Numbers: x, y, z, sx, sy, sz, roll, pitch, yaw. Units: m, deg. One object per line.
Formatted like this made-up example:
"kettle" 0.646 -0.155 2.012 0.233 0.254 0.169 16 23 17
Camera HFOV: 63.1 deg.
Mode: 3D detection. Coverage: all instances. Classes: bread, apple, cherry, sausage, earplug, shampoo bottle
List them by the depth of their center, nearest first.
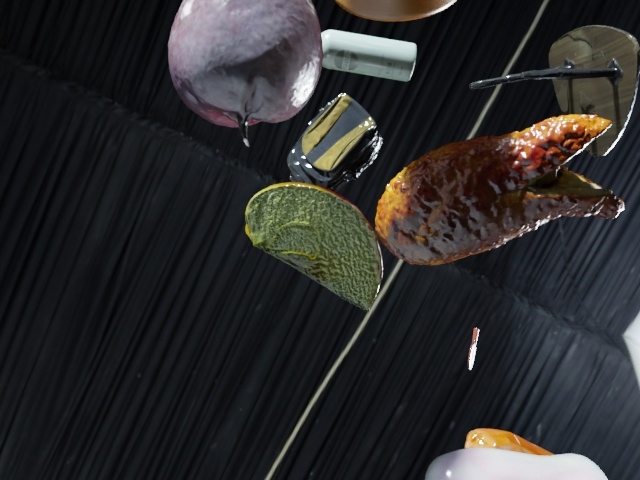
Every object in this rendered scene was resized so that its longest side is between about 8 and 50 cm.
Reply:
"bread" 0.179 -0.044 0.570 0.268 0.095 0.139 -14 -58 35
"cherry" -0.097 -0.243 0.670 0.213 0.266 0.183 9 -2 44
"shampoo bottle" 0.039 -0.274 0.757 0.195 0.056 0.056 8 8 -1
"earplug" 0.309 0.425 0.869 0.301 0.173 0.172 16 9 -16
"sausage" 0.421 0.483 1.091 0.258 0.133 0.133 25 7 2
"apple" 0.000 0.000 1.152 0.346 0.179 0.254 32 -17 -3

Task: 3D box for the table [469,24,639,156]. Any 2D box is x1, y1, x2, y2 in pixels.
"table" 0.537 -0.318 1.233 0.248 0.318 0.317 -16 14 -5

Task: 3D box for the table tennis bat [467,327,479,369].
"table tennis bat" 0.558 0.398 1.908 0.019 0.155 0.098 7 -18 27

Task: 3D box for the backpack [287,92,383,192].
"backpack" 0.027 -0.220 1.311 0.206 0.258 0.133 50 8 27

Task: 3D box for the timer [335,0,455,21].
"timer" 0.069 -0.296 0.456 0.132 0.132 0.152 29 -30 25
